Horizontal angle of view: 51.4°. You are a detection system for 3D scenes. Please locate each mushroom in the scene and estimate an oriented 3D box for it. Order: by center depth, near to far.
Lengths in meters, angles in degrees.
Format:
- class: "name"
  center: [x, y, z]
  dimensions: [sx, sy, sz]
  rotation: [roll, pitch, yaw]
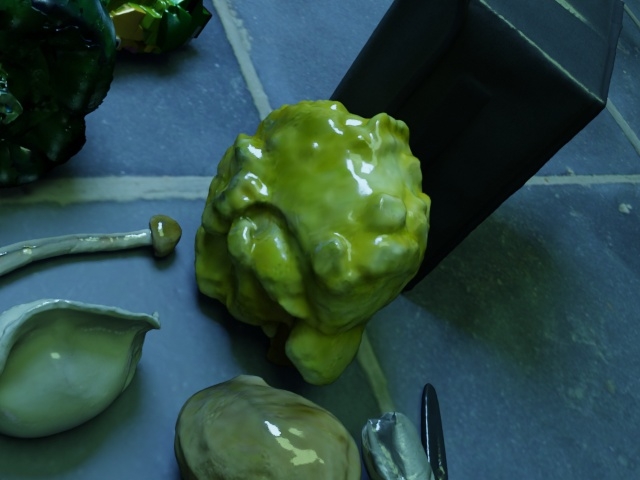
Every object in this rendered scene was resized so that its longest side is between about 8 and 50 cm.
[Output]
- class: "mushroom"
  center: [-0.257, 0.034, 0.583]
  dimensions: [0.068, 0.043, 0.306]
  rotation: [33, 42, 31]

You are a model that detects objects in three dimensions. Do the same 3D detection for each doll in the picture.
- class: "doll"
  center: [-0.208, -0.279, 0.781]
  dimensions: [0.106, 0.134, 0.186]
  rotation: [48, 53, 7]

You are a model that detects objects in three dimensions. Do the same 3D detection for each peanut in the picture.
- class: "peanut"
  center: [-0.040, 0.173, 0.527]
  dimensions: [0.140, 0.159, 0.109]
  rotation: [18, 87, -38]

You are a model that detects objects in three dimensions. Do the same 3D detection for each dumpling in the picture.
- class: "dumpling"
  center: [-0.205, 0.088, 0.501]
  dimensions: [0.169, 0.134, 0.100]
  rotation: [6, 54, -24]

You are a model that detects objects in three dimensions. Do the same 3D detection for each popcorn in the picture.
- class: "popcorn"
  center: [0.000, 0.000, 0.640]
  dimensions: [0.192, 0.233, 0.266]
  rotation: [4, 89, -59]

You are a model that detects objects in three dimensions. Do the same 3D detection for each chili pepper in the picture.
- class: "chili pepper"
  center: [-0.334, -0.182, 0.580]
  dimensions: [0.248, 0.233, 0.257]
  rotation: [0, 46, -50]

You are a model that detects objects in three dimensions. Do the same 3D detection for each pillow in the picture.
- class: "pillow"
  center: [0.091, 0.248, 0.530]
  dimensions: [0.050, 0.148, 0.230]
  rotation: [-23, 76, 5]

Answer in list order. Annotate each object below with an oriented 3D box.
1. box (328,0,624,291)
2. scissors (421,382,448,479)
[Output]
- class: "box"
  center: [0.140, -0.160, 0.754]
  dimensions: [0.204, 0.345, 0.251]
  rotation: [36, 45, -3]
- class: "scissors"
  center: [0.114, 0.242, 0.654]
  dimensions: [0.088, 0.017, 0.220]
  rotation: [18, 48, -17]
